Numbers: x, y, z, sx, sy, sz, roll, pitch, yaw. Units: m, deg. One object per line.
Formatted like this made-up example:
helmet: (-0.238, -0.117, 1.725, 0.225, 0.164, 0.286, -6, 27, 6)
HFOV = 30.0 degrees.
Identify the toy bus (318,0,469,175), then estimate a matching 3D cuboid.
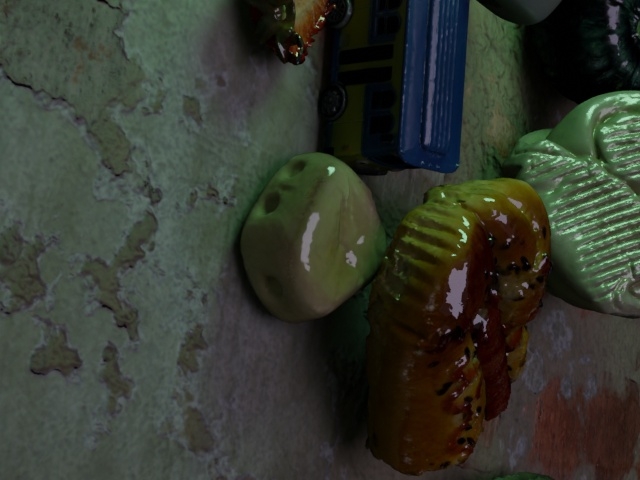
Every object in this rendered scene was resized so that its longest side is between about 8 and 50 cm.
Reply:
toy bus: (0.105, -0.239, 1.678, 0.138, 0.175, 0.288, 8, 84, -48)

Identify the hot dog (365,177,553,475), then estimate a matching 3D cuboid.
hot dog: (0.201, 0.098, 1.690, 0.367, 0.196, 0.365, -41, 137, -45)

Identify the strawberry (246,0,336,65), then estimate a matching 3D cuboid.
strawberry: (-0.038, -0.327, 1.604, 0.208, 0.087, 0.167, -47, 137, -60)

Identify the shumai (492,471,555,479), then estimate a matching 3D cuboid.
shumai: (0.313, 0.501, 1.929, 0.263, 0.304, 0.309, -62, 139, -75)

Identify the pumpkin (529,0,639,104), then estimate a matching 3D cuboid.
pumpkin: (0.500, -0.374, 2.073, 0.315, 0.238, 0.315, -3, 96, -30)

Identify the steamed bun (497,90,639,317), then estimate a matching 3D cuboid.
steamed bun: (0.473, -0.033, 2.006, 0.342, 0.255, 0.368, -19, 74, -8)

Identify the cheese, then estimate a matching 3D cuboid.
cheese: (0.000, 0.000, 1.608, 0.218, 0.117, 0.235, 21, 78, -47)

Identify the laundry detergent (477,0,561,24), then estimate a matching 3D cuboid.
laundry detergent: (0.164, -0.479, 1.728, 0.398, 0.264, 0.125, 32, 101, -26)
